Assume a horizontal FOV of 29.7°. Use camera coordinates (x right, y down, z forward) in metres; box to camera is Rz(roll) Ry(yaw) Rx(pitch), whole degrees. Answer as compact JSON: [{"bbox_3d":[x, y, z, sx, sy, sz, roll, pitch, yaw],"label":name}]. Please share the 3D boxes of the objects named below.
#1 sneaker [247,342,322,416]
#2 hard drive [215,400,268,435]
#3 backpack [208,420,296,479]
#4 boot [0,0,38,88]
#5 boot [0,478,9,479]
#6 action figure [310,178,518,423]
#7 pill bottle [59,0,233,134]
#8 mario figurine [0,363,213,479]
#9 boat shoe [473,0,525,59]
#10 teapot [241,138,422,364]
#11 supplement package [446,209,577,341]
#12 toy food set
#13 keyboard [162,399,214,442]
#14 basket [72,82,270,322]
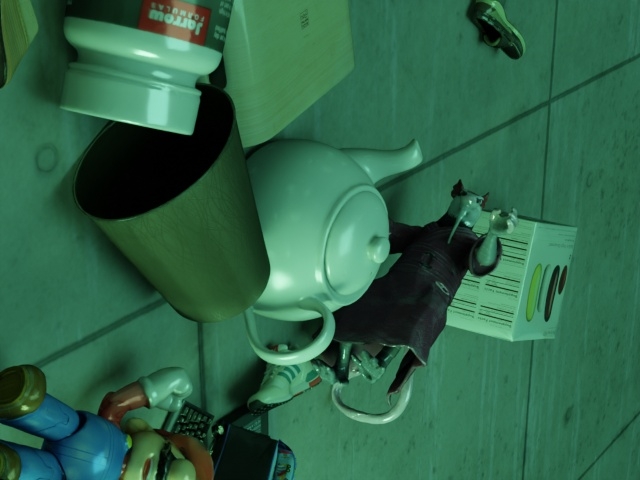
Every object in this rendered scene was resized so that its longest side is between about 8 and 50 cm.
[{"bbox_3d":[-0.061,0.183,1.629,0.161,0.057,0.075,-18,80,-60],"label":"sneaker"},{"bbox_3d":[-0.105,0.290,1.638,0.094,0.022,0.135,-27,124,-50],"label":"hard drive"},{"bbox_3d":[-0.107,0.332,1.514,0.173,0.117,0.158,111,-5,-57],"label":"backpack"},{"bbox_3d":[-0.341,-0.202,1.014,0.207,0.090,0.248,-55,146,-32],"label":"boot"},{"bbox_3d":[-0.405,0.358,1.040,0.260,0.131,0.348,24,81,-39],"label":"boot"},{"bbox_3d":[0.159,0.069,1.743,0.370,0.248,0.275,-52,142,-28],"label":"action figure"},{"bbox_3d":[-0.164,-0.255,1.197,0.161,0.161,0.283,6,97,-57],"label":"pill bottle"},{"bbox_3d":[-0.218,0.233,1.298,0.198,0.170,0.320,-50,141,8],"label":"mario figurine"},{"bbox_3d":[0.283,-0.336,1.952,0.152,0.056,0.049,42,72,-44],"label":"boat shoe"},{"bbox_3d":[0.000,0.000,1.528,0.252,0.187,0.256,-19,119,-52],"label":"teapot"},{"bbox_3d":[0.323,0.057,2.077,0.194,0.149,0.203,3,99,-57],"label":"supplement package"},{"bbox_3d":[-0.058,-0.268,1.440,0.306,0.092,0.219,-47,138,-49],"label":"toy food set"},{"bbox_3d":[-0.184,0.297,1.521,0.108,0.023,0.180,43,68,-55],"label":"keyboard"},{"bbox_3d":[-0.145,-0.026,1.338,0.204,0.154,0.227,-51,144,-24],"label":"basket"}]
